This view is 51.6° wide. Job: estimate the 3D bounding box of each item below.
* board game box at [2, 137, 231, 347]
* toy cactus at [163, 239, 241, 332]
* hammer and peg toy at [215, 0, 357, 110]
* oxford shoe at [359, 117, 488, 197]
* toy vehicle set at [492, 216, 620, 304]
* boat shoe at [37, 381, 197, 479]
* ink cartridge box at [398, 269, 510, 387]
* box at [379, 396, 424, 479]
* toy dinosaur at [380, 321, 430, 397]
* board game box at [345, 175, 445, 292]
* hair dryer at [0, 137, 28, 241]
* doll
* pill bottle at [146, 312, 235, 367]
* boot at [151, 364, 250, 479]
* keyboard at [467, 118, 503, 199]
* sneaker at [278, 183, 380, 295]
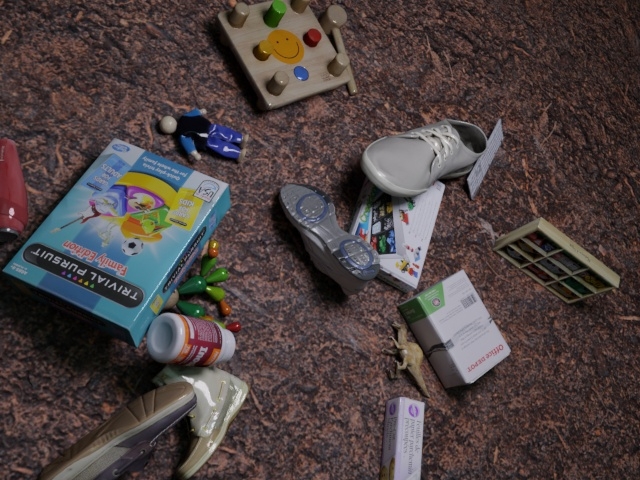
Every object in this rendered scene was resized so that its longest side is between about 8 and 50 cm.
[{"bbox_3d":[-0.355,-0.008,1.204,0.253,0.079,0.336,22,58,10],"label":"board game box"},{"bbox_3d":[-0.256,0.096,1.268,0.180,0.112,0.219,-20,88,-22],"label":"toy cactus"},{"bbox_3d":[-0.039,-0.461,1.576,0.361,0.127,0.266,-25,83,-32],"label":"hammer and peg toy"},{"bbox_3d":[0.253,-0.209,1.561,0.449,0.130,0.169,-18,68,-47],"label":"oxford shoe"},{"bbox_3d":[0.590,0.057,1.666,0.267,0.166,0.035,34,58,-11],"label":"toy vehicle set"},{"bbox_3d":[-0.324,0.343,1.106,0.285,0.103,0.092,-33,107,-14],"label":"boat shoe"},{"bbox_3d":[0.305,0.201,1.505,0.160,0.092,0.219,-25,83,-32],"label":"ink cartridge box"},{"bbox_3d":[0.159,0.485,1.334,0.063,0.067,0.324,18,64,-20],"label":"box"},{"bbox_3d":[0.191,0.265,1.446,0.092,0.053,0.183,-15,77,-32],"label":"toy dinosaur"},{"bbox_3d":[0.175,-0.052,1.565,0.193,0.053,0.305,30,59,-14],"label":"board game box"},{"bbox_3d":[-0.623,-0.070,1.148,0.223,0.080,0.293,38,58,-8],"label":"hair dryer"},{"bbox_3d":[-0.252,-0.223,1.420,0.189,0.046,0.129,17,62,-21],"label":"doll"},{"bbox_3d":[-0.223,0.179,1.169,0.152,0.086,0.086,22,57,-53],"label":"pill bottle"},{"bbox_3d":[-0.242,0.304,1.194,0.165,0.077,0.213,39,51,-10],"label":"boot"},{"bbox_3d":[0.442,-0.220,1.767,0.014,0.072,0.256,14,53,28],"label":"keyboard"},{"bbox_3d":[0.000,0.000,1.426,0.111,0.129,0.297,-24,64,-30],"label":"sneaker"}]
